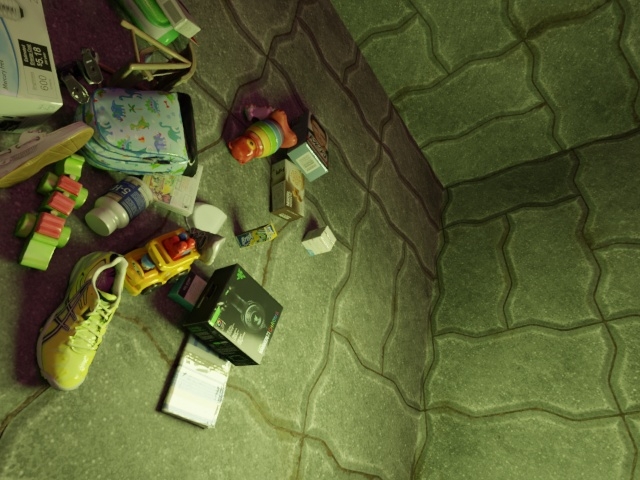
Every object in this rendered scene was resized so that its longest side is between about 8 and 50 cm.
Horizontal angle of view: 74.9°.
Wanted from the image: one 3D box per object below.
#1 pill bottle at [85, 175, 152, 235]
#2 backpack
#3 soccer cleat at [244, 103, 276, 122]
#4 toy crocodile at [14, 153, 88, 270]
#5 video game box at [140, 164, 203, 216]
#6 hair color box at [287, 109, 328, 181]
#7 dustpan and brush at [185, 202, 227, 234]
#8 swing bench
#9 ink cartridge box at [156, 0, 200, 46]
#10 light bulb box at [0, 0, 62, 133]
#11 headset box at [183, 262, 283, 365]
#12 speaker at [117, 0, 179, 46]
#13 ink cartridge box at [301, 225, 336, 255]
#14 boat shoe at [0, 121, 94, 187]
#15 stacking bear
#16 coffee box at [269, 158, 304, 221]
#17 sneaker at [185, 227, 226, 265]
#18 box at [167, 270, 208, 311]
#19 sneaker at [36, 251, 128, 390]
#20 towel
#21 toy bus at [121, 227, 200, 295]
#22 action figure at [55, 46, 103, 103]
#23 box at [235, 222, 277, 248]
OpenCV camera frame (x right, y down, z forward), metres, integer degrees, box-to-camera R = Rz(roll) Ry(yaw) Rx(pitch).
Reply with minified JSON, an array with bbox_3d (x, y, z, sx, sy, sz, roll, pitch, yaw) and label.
[{"bbox_3d":[-0.615,-0.103,1.277,0.112,0.112,0.187,55,40,-25],"label":"pill bottle"},{"bbox_3d":[-0.573,-0.342,1.308,0.355,0.273,0.290,-6,89,-23],"label":"backpack"},{"bbox_3d":[-0.278,-0.588,1.949,0.196,0.068,0.076,-18,107,-53],"label":"soccer cleat"},{"bbox_3d":[-0.721,-0.084,1.137,0.115,0.105,0.341,34,53,-42],"label":"toy crocodile"},{"bbox_3d":[-0.524,-0.208,1.462,0.187,0.048,0.205,25,58,-34],"label":"video game box"},{"bbox_3d":[-0.054,-0.475,2.066,0.185,0.113,0.375,49,25,-31],"label":"hair color box"},{"bbox_3d":[-0.460,-0.105,1.541,0.211,0.060,0.147,53,51,-36],"label":"dustpan and brush"},{"bbox_3d":[-0.579,-0.550,1.372,0.254,0.253,0.165,-5,82,-53],"label":"swing bench"},{"bbox_3d":[-0.557,-0.900,1.558,0.296,0.066,0.261,57,10,-9],"label":"ink cartridge box"},{"bbox_3d":[-0.873,-0.468,0.978,0.361,0.225,0.358,-11,86,-55],"label":"light bulb box"},{"bbox_3d":[-0.296,0.253,1.446,0.283,0.131,0.246,50,42,-29],"label":"headset box"},{"bbox_3d":[-0.648,-0.847,1.498,0.297,0.131,0.131,54,41,-26],"label":"speaker"},{"bbox_3d":[0.000,0.000,2.022,0.092,0.143,0.090,56,40,-24],"label":"ink cartridge box"},{"bbox_3d":[-0.739,-0.248,1.089,0.277,0.098,0.096,-35,92,-13],"label":"boat shoe"},{"bbox_3d":[-0.270,-0.432,1.820,0.289,0.164,0.175,-41,111,-40],"label":"stacking bear"},{"bbox_3d":[-0.153,-0.230,1.943,0.141,0.098,0.247,24,58,-47],"label":"coffee box"},{"bbox_3d":[-0.409,0.012,1.394,0.115,0.281,0.105,36,70,-28],"label":"sneaker"},{"bbox_3d":[-0.408,0.216,1.474,0.244,0.060,0.101,46,45,-33],"label":"box"},{"bbox_3d":[-0.630,0.199,1.117,0.145,0.147,0.385,30,56,-46],"label":"sneaker"},{"bbox_3d":[-0.403,0.465,1.414,0.209,0.034,0.285,39,47,-35],"label":"towel"},{"bbox_3d":[-0.485,0.051,1.284,0.220,0.211,0.150,-29,88,-47],"label":"toy bus"},{"bbox_3d":[-0.705,-0.480,1.189,0.185,0.285,0.099,-45,136,-16],"label":"action figure"},{"bbox_3d":[-0.257,-0.017,1.668,0.054,0.168,0.059,-37,108,-53],"label":"box"}]
